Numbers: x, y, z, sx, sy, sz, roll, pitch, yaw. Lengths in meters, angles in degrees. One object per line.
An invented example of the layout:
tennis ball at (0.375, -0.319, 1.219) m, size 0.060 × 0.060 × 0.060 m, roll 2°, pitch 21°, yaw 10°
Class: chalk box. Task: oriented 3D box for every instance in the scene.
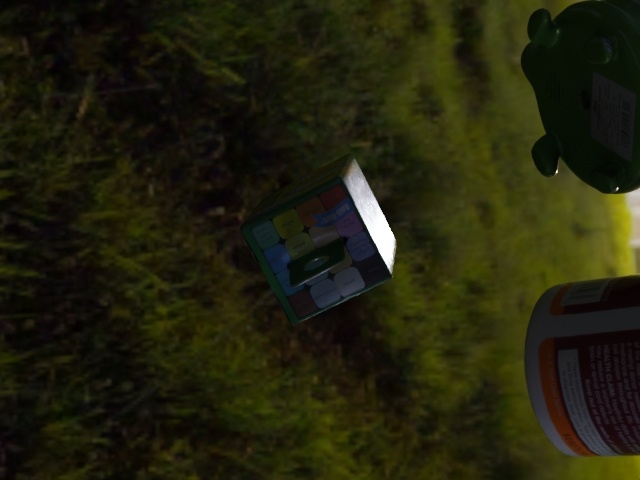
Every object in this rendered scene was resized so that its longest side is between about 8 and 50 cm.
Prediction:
chalk box at (0.000, 0.000, 1.802) m, size 0.179 × 0.180 × 0.289 m, roll 62°, pitch 10°, yaw -8°

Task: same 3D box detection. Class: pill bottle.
pill bottle at (0.462, 0.139, 1.361) m, size 0.224 × 0.392 × 0.224 m, roll 14°, pitch 71°, yaw -50°

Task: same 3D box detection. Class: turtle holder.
turtle holder at (0.385, -0.186, 1.456) m, size 0.320 × 0.227 × 0.243 m, roll 168°, pitch -93°, yaw -74°
